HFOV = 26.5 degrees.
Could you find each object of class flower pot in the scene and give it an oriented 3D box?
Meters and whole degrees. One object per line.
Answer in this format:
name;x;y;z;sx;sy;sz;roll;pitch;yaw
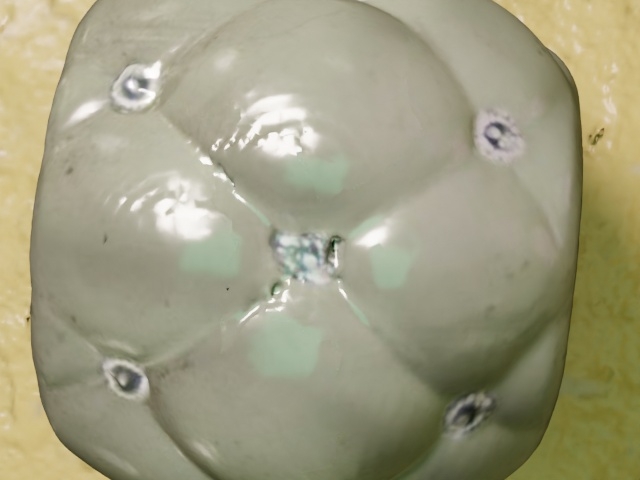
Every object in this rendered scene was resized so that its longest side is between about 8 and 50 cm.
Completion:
flower pot;0.000;0.000;0.548;0.195;0.246;0.246;5;93;3
